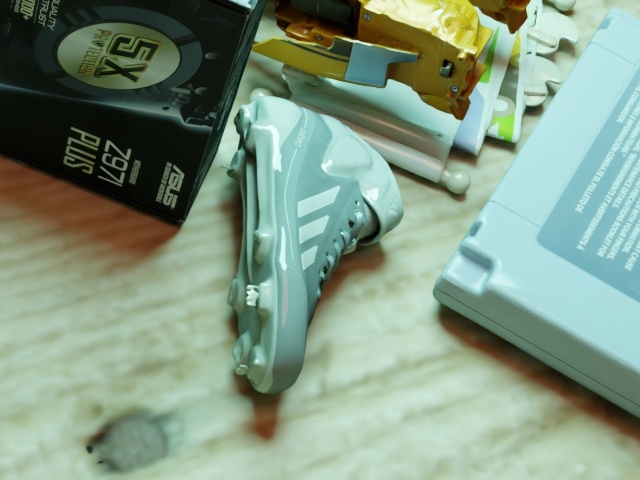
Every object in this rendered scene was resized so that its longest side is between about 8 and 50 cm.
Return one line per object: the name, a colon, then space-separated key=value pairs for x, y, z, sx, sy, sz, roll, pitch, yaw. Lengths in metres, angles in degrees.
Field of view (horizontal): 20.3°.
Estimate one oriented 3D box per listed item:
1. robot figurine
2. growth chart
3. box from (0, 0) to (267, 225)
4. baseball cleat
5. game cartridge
robot figurine: x=-0.014 y=-0.185 z=1.145 sx=0.291 sy=0.085 sz=0.211 roll=22 pitch=47 yaw=14
growth chart: x=0.075 y=-0.127 z=1.189 sx=0.172 sy=0.021 sz=0.237 roll=27 pitch=49 yaw=4
box: x=-0.115 y=-0.115 z=1.009 sx=0.147 sy=0.180 sz=0.077 roll=22 pitch=47 yaw=-1
baseball cleat: x=0.000 y=0.000 z=1.029 sx=0.109 sy=0.072 sz=0.205 roll=11 pitch=53 yaw=-19
game cartridge: x=0.215 y=-0.015 z=1.126 sx=0.198 sy=0.062 sz=0.297 roll=33 pitch=49 yaw=4
